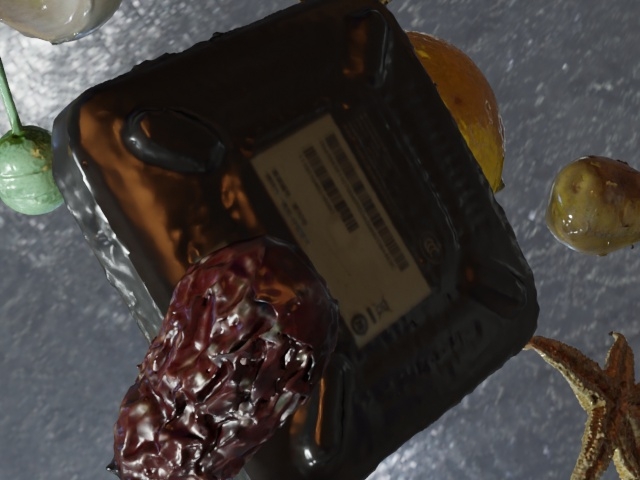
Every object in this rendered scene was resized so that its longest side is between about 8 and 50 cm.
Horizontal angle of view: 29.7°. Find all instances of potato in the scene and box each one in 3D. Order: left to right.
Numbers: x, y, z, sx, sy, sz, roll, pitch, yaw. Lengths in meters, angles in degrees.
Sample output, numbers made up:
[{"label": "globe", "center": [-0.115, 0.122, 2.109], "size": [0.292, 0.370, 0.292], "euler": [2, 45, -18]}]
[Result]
[{"label": "potato", "center": [0.371, -0.047, 1.621], "size": [0.176, 0.137, 0.137], "euler": [12, 135, -35]}]

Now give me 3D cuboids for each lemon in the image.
[{"label": "lemon", "center": [0.093, -0.125, 1.390], "size": [0.228, 0.228, 0.253], "euler": [-22, 105, 32]}]

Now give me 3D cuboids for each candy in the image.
[{"label": "candy", "center": [-0.442, -0.233, 1.657], "size": [0.119, 0.119, 0.440], "euler": [2, 123, 23]}]

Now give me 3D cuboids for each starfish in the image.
[{"label": "starfish", "center": [0.319, 0.206, 1.357], "size": [0.295, 0.231, 0.048], "euler": [27, 157, -37]}]

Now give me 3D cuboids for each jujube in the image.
[{"label": "jujube", "center": [-0.057, 0.072, 0.673], "size": [0.104, 0.104, 0.166], "euler": [40, 105, -2]}]

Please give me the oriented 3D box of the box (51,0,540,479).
[{"label": "box", "center": [0.000, 0.000, 0.938], "size": [0.091, 0.350, 0.359], "euler": [-24, 97, 48]}]

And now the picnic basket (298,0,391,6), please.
[{"label": "picnic basket", "center": [0.028, -0.309, 1.373], "size": [0.138, 0.178, 0.128], "euler": [0, 123, -5]}]

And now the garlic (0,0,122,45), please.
[{"label": "garlic", "center": [-0.312, -0.320, 1.229], "size": [0.237, 0.210, 0.292], "euler": [2, 149, -17]}]
